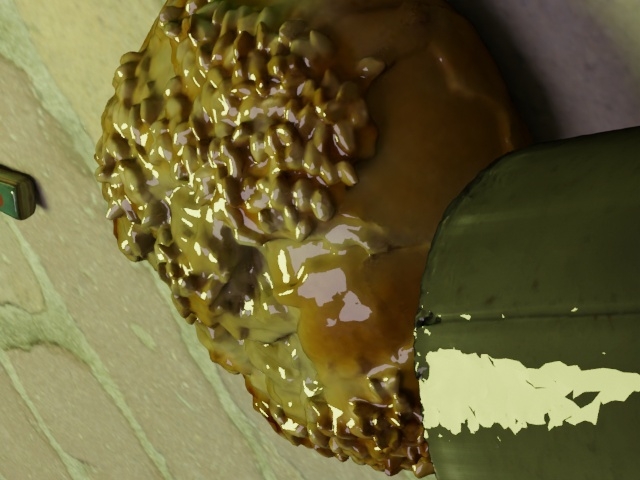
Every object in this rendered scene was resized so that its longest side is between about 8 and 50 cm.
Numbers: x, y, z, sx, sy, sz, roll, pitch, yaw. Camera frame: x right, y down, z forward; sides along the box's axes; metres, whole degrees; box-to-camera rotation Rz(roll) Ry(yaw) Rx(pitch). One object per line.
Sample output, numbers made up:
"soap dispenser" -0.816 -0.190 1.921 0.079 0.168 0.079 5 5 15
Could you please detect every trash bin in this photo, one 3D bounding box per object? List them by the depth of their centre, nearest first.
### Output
"trash bin" 0.195 0.042 0.578 0.301 0.252 0.203 -6 77 52

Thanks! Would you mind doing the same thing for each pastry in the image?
"pastry" 0.000 0.000 0.836 0.255 0.162 0.311 -1 124 49

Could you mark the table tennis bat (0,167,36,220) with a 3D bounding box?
"table tennis bat" -0.326 -0.070 1.287 0.274 0.021 0.154 21 128 35
